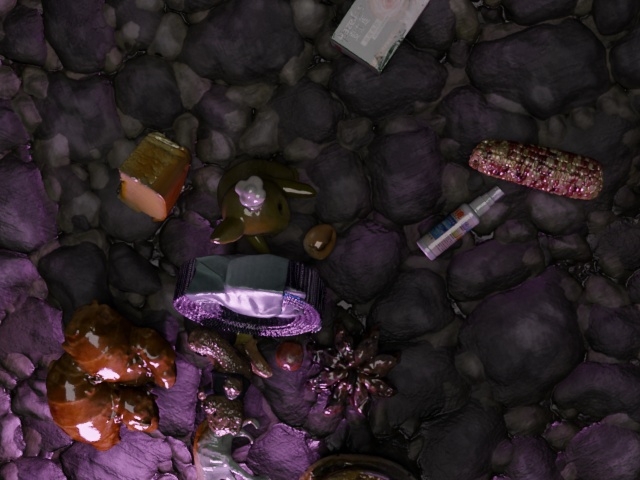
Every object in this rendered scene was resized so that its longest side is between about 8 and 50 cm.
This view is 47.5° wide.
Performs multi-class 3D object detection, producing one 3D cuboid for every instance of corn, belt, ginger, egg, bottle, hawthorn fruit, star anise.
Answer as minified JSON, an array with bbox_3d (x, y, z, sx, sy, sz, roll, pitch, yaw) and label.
[{"bbox_3d":[0.466,-0.158,1.574,0.289,0.098,0.098,12,99,5],"label":"corn"},{"bbox_3d":[-0.150,0.117,1.563,0.324,0.260,0.122,7,63,0],"label":"belt"},{"bbox_3d":[-0.483,0.324,1.669,0.274,0.152,0.358,20,100,-20],"label":"ginger"},{"bbox_3d":[-0.162,0.264,1.692,0.057,0.044,0.137,-31,98,-11],"label":"ginger"},{"bbox_3d":[0.000,0.000,1.631,0.071,0.071,0.083,41,83,-3],"label":"egg"},{"bbox_3d":[0.314,-0.043,1.614,0.217,0.060,0.060,-38,95,8],"label":"bottle"},{"bbox_3d":[-0.062,0.251,1.682,0.066,0.067,0.103,27,72,-1],"label":"hawthorn fruit"},{"bbox_3d":[0.075,0.303,1.656,0.223,0.109,0.236,4,96,-2],"label":"star anise"}]

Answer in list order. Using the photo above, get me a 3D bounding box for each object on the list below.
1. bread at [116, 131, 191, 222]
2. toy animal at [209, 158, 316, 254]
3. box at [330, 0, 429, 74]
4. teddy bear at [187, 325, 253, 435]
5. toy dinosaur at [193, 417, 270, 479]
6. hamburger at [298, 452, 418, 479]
[{"bbox_3d":[-0.378,-0.134,1.641,0.140,0.169,0.160,28,139,-1],"label":"bread"},{"bbox_3d":[-0.124,-0.064,1.497,0.180,0.363,0.181,27,102,-15],"label":"toy animal"},{"bbox_3d":[0.128,-0.471,1.553,0.135,0.081,0.199,33,96,-2],"label":"box"},{"bbox_3d":[-0.215,0.308,1.638,0.129,0.182,0.251,-8,82,-18],"label":"teddy bear"},{"bbox_3d":[-0.232,0.533,1.700,0.205,0.092,0.393,37,96,7],"label":"toy dinosaur"},{"bbox_3d":[0.064,0.636,1.658,0.276,0.195,0.318,30,96,1],"label":"hamburger"}]
